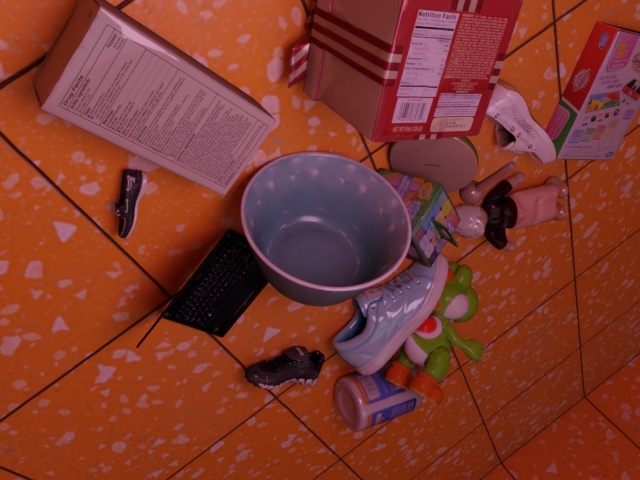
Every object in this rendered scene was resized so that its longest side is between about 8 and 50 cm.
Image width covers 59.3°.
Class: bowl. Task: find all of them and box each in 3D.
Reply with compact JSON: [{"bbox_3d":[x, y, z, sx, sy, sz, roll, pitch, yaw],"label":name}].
[{"bbox_3d":[0.000,0.000,1.062,0.311,0.312,0.163,-16,150,-23],"label":"bowl"}]

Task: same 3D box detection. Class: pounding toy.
[{"bbox_3d":[0.269,-0.190,1.184,0.236,0.110,0.183,23,148,-6],"label":"pounding toy"}]

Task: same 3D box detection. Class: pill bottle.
[{"bbox_3d":[0.190,0.424,1.588,0.271,0.152,0.153,-11,129,-27],"label":"pill bottle"}]

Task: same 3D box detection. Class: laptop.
[{"bbox_3d":[-0.199,0.112,1.098,0.234,0.137,0.264,-49,135,10],"label":"laptop"}]

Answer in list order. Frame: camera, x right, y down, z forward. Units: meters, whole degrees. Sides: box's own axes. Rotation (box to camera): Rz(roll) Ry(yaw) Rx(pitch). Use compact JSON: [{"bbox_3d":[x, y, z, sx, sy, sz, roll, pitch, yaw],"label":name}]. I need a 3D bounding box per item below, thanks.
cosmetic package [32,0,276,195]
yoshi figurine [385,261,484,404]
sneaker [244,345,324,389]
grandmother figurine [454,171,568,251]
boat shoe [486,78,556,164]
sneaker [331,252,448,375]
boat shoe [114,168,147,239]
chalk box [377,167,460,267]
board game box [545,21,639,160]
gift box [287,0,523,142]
[{"bbox_3d":[-0.238,-0.206,0.842,0.309,0.113,0.160,27,106,-43],"label":"cosmetic package"},{"bbox_3d":[0.326,0.242,1.491,0.203,0.203,0.363,101,15,-79],"label":"yoshi figurine"},{"bbox_3d":[-0.079,0.301,1.371,0.234,0.078,0.106,10,114,-43],"label":"sneaker"},{"bbox_3d":[0.479,-0.069,1.443,0.342,0.104,0.208,-10,101,-24],"label":"grandmother figurine"},{"bbox_3d":[0.441,-0.245,1.278,0.096,0.098,0.277,-48,126,8],"label":"boat shoe"},{"bbox_3d":[0.168,0.158,1.386,0.150,0.135,0.366,37,88,-24],"label":"sneaker"},{"bbox_3d":[-0.326,-0.061,0.943,0.038,0.046,0.125,8,116,-37],"label":"boat shoe"},{"bbox_3d":[0.194,-0.044,1.162,0.132,0.213,0.132,-55,139,-15],"label":"chalk box"},{"bbox_3d":[0.700,-0.353,1.383,0.242,0.064,0.317,-4,125,-31],"label":"board game box"},{"bbox_3d":[0.112,-0.295,0.899,0.254,0.258,0.277,-4,126,-31],"label":"gift box"}]
